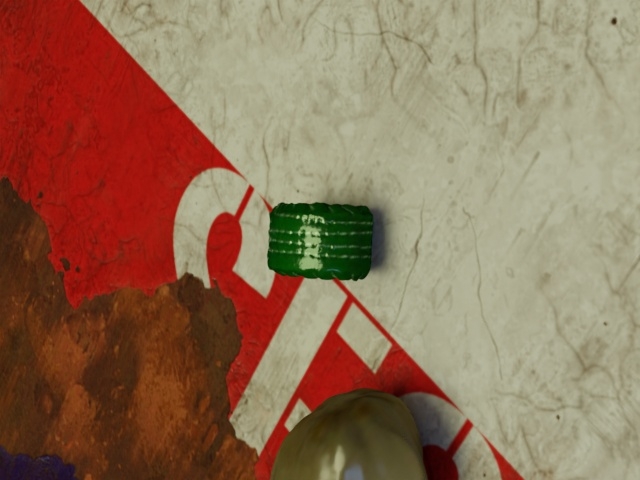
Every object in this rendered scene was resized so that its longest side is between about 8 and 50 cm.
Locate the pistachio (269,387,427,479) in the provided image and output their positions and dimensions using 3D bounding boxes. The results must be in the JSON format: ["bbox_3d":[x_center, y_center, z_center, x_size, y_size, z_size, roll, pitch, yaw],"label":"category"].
[{"bbox_3d":[0.036,0.297,1.584,0.197,0.166,0.288,29,122,27],"label":"pistachio"}]

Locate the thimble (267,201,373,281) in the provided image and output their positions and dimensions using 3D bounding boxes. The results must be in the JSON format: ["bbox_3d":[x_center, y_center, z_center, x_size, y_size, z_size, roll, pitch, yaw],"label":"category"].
[{"bbox_3d":[0.000,0.000,1.612,0.130,0.118,0.090,4,94,26],"label":"thimble"}]
